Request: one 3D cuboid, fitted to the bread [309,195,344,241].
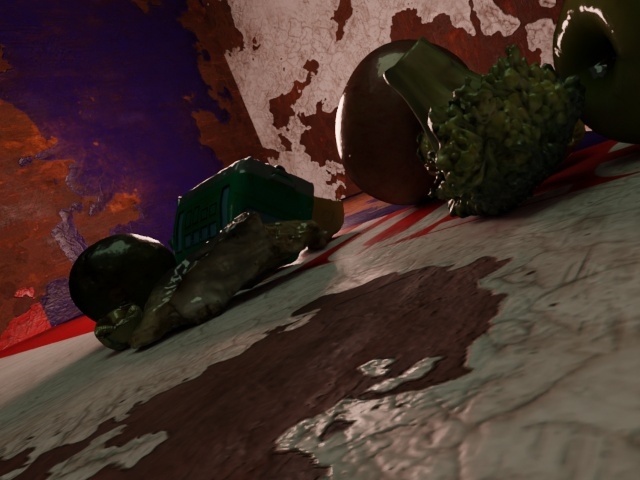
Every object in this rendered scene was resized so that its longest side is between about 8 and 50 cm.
[{"bbox_3d":[-0.023,-0.050,1.198,0.156,0.125,0.086,16,-13,-35],"label":"bread"}]

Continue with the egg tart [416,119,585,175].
[{"bbox_3d":[0.305,-0.164,0.917,0.279,0.095,0.279,-13,34,9],"label":"egg tart"}]

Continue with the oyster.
[{"bbox_3d":[-0.154,0.045,0.844,0.341,0.110,0.166,-37,2,-10],"label":"oyster"}]

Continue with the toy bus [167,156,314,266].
[{"bbox_3d":[-0.176,-0.024,1.111,0.184,0.199,0.344,18,-21,-33],"label":"toy bus"}]

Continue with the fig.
[{"bbox_3d":[-0.379,0.078,1.029,0.195,0.195,0.245,-24,9,-21],"label":"fig"}]

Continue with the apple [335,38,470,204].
[{"bbox_3d":[0.188,-0.242,1.117,0.345,0.344,0.269,-22,9,2],"label":"apple"}]

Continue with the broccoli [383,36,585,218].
[{"bbox_3d":[0.184,-0.147,0.678,0.263,0.243,0.247,-48,2,-29],"label":"broccoli"}]

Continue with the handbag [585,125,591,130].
[{"bbox_3d":[0.641,-0.336,1.203,0.171,0.151,0.298,-28,2,0],"label":"handbag"}]

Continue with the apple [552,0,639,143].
[{"bbox_3d":[0.432,-0.251,0.642,0.279,0.279,0.279,-22,5,2],"label":"apple"}]

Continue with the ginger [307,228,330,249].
[{"bbox_3d":[0.001,0.000,1.113,0.048,0.030,0.097,-53,11,-13],"label":"ginger"}]

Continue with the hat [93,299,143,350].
[{"bbox_3d":[-0.312,0.141,0.842,0.077,0.059,0.076,-29,23,-14],"label":"hat"}]
